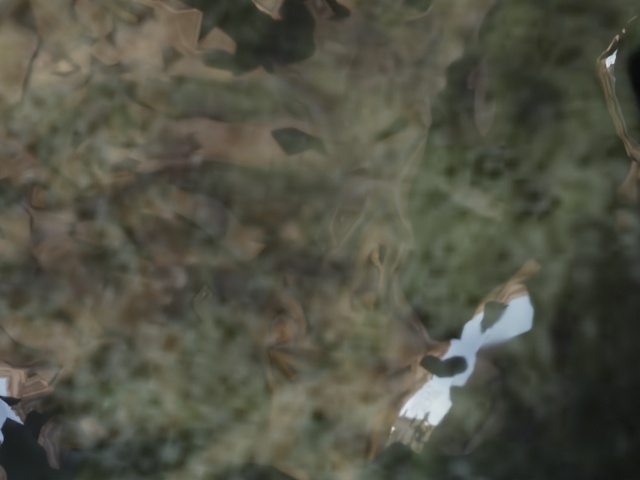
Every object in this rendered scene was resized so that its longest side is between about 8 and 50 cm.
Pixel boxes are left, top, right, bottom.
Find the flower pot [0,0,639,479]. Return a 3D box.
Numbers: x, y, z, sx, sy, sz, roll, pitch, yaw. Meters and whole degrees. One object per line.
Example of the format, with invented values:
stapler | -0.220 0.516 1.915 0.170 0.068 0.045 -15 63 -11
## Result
flower pot | 0.000 0.000 0.238 0.209 0.239 0.189 57 -2 -15
